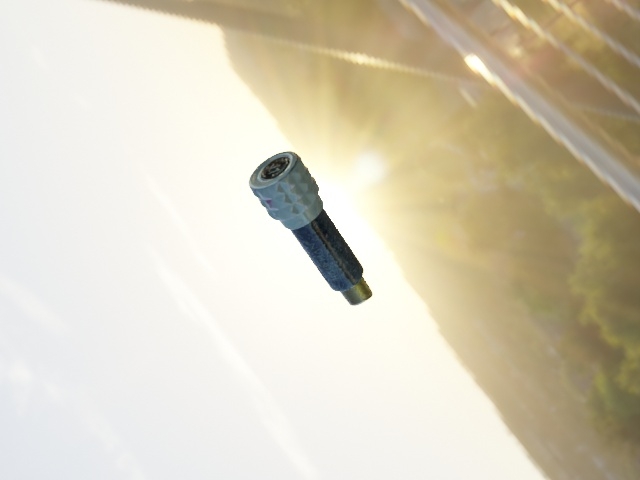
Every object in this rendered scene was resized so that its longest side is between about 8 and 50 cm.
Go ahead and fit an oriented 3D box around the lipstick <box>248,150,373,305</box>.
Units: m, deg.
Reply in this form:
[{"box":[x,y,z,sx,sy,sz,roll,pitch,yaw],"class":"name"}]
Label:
[{"box":[0.000,0.000,0.804,0.116,0.037,0.037,56,180,-29],"class":"lipstick"}]
